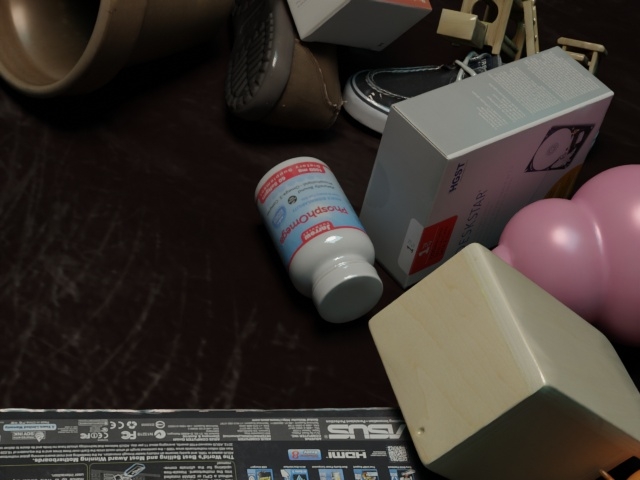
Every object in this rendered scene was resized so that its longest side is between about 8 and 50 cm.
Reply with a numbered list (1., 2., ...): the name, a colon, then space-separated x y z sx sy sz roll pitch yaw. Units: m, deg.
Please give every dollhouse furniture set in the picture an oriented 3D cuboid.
1. dollhouse furniture set: 0.244 -0.256 1.439 0.161 0.101 0.182 15 3 20

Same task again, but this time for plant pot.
1. plant pot: -0.221 -0.287 1.368 0.229 0.263 0.263 -7 44 -46

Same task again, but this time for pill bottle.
1. pill bottle: 0.000 0.000 1.212 0.087 0.087 0.160 -9 48 -22

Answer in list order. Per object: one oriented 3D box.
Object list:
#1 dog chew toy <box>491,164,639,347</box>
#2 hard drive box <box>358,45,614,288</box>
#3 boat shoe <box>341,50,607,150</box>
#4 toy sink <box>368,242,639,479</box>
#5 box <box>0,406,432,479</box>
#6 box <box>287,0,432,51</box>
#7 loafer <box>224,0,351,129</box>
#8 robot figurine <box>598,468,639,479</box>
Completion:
1. dog chew toy: 0.325 0.012 1.211 0.331 0.207 0.207 -7 46 -9
2. hard drive box: 0.163 -0.076 1.265 0.232 0.181 0.089 -23 55 -31
3. boat shoe: 0.178 -0.167 1.416 0.301 0.102 0.108 10 43 -3
4. toy sink: 0.170 0.134 1.059 0.234 0.131 0.153 31 28 -44
5. box: -0.097 0.269 0.907 0.394 0.097 0.318 1 43 -13
6. box: 0.026 -0.308 1.375 0.130 0.091 0.170 -1 66 -45
7. loafer: -0.028 -0.254 1.461 0.130 0.134 0.366 29 46 -25
8. robot figurine: 0.323 0.254 1.003 0.219 0.158 0.128 15 22 0
